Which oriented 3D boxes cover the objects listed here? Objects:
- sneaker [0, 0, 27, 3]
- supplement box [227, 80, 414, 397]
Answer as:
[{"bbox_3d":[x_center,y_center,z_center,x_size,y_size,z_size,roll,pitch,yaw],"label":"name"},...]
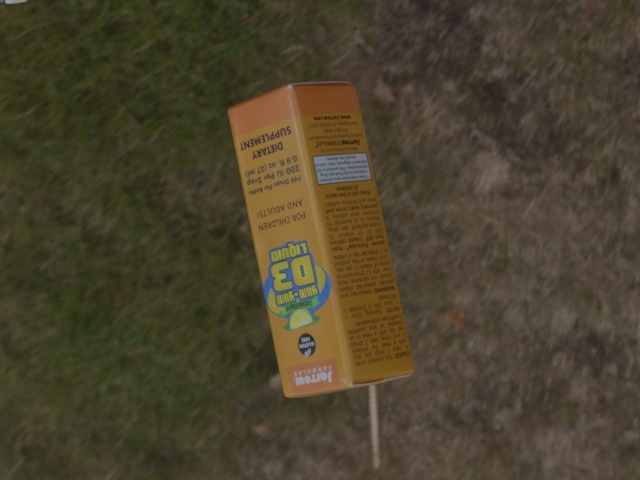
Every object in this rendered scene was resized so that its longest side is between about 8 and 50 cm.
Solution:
[{"bbox_3d":[-0.201,-0.172,0.746,0.158,0.410,0.182,-33,82,-6],"label":"sneaker"},{"bbox_3d":[0.000,0.000,1.157,0.078,0.080,0.233,-16,85,42],"label":"supplement box"}]
